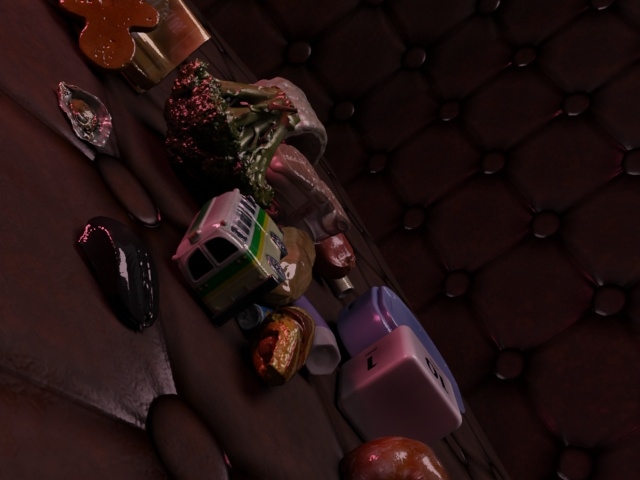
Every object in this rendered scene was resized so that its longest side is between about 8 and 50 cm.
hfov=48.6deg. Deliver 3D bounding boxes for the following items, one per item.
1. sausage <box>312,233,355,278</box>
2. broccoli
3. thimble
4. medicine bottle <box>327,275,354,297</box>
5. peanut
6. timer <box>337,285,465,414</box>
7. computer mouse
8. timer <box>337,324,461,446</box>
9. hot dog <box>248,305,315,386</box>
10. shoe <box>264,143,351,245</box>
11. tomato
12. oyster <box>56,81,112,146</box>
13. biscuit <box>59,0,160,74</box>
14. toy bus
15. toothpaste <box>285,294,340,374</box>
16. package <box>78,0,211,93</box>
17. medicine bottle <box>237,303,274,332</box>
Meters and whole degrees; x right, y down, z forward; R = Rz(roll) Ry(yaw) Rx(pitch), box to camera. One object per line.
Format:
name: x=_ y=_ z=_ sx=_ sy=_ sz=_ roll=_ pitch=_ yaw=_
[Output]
sausage: x=0.000 y=0.000 z=2.038 sx=0.148 sy=0.148 sz=0.255 roll=40 pitch=21 yaw=-56
broccoli: x=-0.180 y=-0.215 z=1.466 sx=0.304 sy=0.283 sz=0.321 roll=49 pitch=-15 yaw=43
thimble: x=-0.142 y=-0.288 z=1.949 sx=0.195 sy=0.291 sz=0.291 roll=60 pitch=11 yaw=25
medicine bottle: x=0.019 y=0.063 z=2.122 sx=0.231 sy=0.059 sz=0.059 roll=59 pitch=10 yaw=22
peanut: x=-0.081 y=0.052 z=1.499 sx=0.298 sy=0.136 sz=0.120 roll=-83 pitch=176 yaw=-72
timer: x=0.189 y=0.298 z=1.796 sx=0.395 sy=0.173 sz=0.395 roll=51 pitch=10 yaw=-13
computer mouse: x=-0.249 y=0.034 z=0.918 sx=0.172 sy=0.057 sz=0.099 roll=61 pitch=9 yaw=19
timer: x=0.164 y=0.327 z=1.508 sx=0.192 sy=0.194 sz=0.195 roll=53 pitch=8 yaw=-7
hot dog: x=-0.068 y=0.171 z=1.181 sx=0.093 sy=0.123 sz=0.261 roll=19 pitch=-1 yaw=6
shoe: x=-0.067 y=-0.078 z=1.766 sx=0.351 sy=0.198 sz=0.172 roll=47 pitch=10 yaw=-51
tomato: x=0.150 y=0.433 z=1.232 sx=0.214 sy=0.155 sz=0.181 roll=54 pitch=6 yaw=4
oyster: x=-0.389 y=-0.198 z=1.151 sx=0.098 sy=0.037 sz=0.100 roll=25 pitch=46 yaw=-34
biscuit: x=-0.423 y=-0.477 z=1.431 sx=0.049 sy=0.196 sz=0.302 roll=148 pitch=-55 yaw=-66
toy bus: x=-0.153 y=0.012 z=1.231 sx=0.165 sy=0.133 sz=0.276 roll=52 pitch=10 yaw=-16
toothpaste: x=-0.030 y=0.163 z=1.516 sx=0.125 sy=0.080 sz=0.371 roll=46 pitch=7 yaw=-23
package: x=-0.429 y=-0.487 z=1.534 sx=0.311 sy=0.221 sz=0.165 roll=51 pitch=31 yaw=-16
medicine bottle: x=-0.091 y=0.153 z=1.306 sx=0.051 sy=0.051 sz=0.191 roll=58 pitch=10 yaw=22
